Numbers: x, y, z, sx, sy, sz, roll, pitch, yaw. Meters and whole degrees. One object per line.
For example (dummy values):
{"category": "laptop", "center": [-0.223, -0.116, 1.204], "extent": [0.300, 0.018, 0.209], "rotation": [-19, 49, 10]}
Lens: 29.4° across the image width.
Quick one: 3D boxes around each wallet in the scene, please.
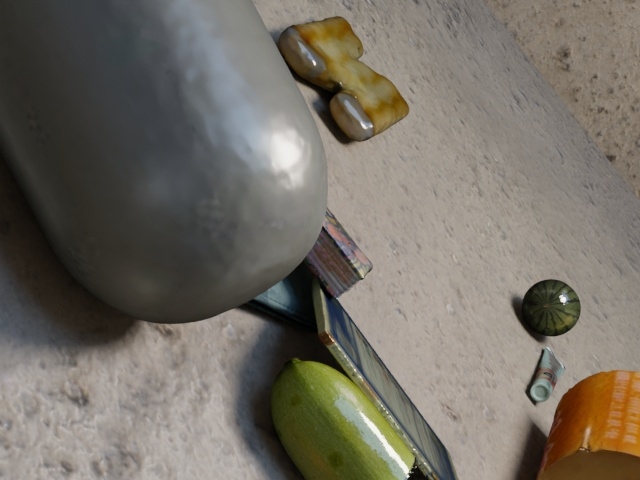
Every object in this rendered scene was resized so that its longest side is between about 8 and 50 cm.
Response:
{"category": "wallet", "center": [-0.101, -0.018, 1.559], "extent": [0.290, 0.054, 0.251], "rotation": [32, 37, -50]}

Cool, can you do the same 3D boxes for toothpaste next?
{"category": "toothpaste", "center": [0.397, 0.234, 2.123], "extent": [0.056, 0.036, 0.205], "rotation": [52, 21, 2]}

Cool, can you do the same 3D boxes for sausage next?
{"category": "sausage", "center": [0.450, 0.350, 1.840], "extent": [0.233, 0.233, 0.287], "rotation": [52, 26, -3]}

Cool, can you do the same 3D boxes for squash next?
{"category": "squash", "center": [0.016, 0.214, 1.382], "extent": [0.186, 0.123, 0.123], "rotation": [54, 25, -1]}

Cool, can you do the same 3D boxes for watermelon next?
{"category": "watermelon", "center": [0.424, 0.126, 2.234], "extent": [0.105, 0.105, 0.133], "rotation": [64, 6, 21]}

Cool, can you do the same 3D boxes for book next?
{"category": "book", "center": [0.086, 0.200, 1.528], "extent": [0.322, 0.018, 0.228], "rotation": [54, 7, -14]}

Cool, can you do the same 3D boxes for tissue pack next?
{"category": "tissue pack", "center": [0.000, 0.000, 1.572], "extent": [0.148, 0.060, 0.108], "rotation": [52, 12, 1]}

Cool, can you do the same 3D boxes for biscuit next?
{"category": "biscuit", "center": [0.044, -0.287, 2.143], "extent": [0.237, 0.062, 0.291], "rotation": [52, 25, -1]}

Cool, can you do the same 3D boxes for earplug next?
{"category": "earplug", "center": [-0.172, -0.110, 1.266], "extent": [0.313, 0.313, 0.394], "rotation": [-6, 66, -62]}
